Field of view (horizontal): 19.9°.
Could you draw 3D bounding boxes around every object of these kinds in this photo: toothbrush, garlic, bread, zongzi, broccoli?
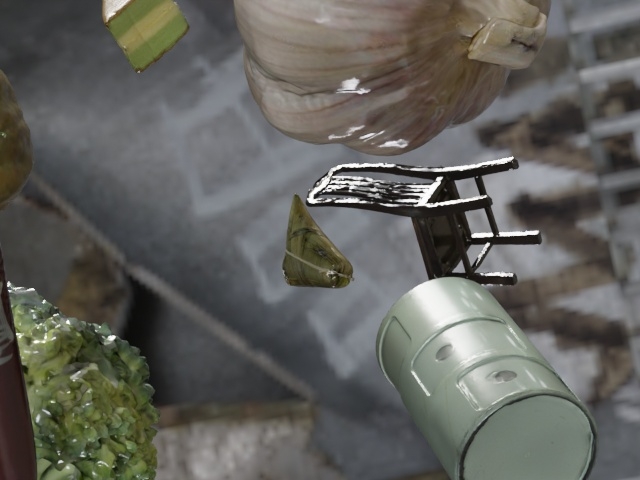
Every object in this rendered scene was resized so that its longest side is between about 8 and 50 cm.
[{"bbox_3d":[-0.208,0.122,1.197,0.041,0.041,0.364,-90,-3,-57],"label":"toothbrush"},{"bbox_3d":[0.061,-0.221,1.564,0.241,0.322,0.322,-147,42,-69],"label":"garlic"},{"bbox_3d":[-0.219,-0.237,2.017,0.139,0.084,0.074,10,138,57],"label":"bread"},{"bbox_3d":[0.000,0.000,1.598,0.040,0.076,0.083,7,-93,-39],"label":"zongzi"},{"bbox_3d":[-0.264,0.157,1.362,0.375,0.249,0.302,22,-156,-42],"label":"broccoli"}]

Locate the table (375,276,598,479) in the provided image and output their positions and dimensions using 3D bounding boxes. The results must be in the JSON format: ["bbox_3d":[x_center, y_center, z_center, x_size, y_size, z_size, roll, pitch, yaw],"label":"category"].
[{"bbox_3d":[0.140,0.134,1.579,0.220,0.126,0.126,-124,16,-61],"label":"table"}]

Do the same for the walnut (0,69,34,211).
[{"bbox_3d":[-0.433,-0.105,1.940,0.283,0.283,0.227,-91,24,-56],"label":"walnut"}]

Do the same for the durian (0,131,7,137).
[{"bbox_3d":[-0.353,-0.083,1.380,0.137,0.220,0.095,62,-156,-4],"label":"durian"}]

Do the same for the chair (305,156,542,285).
[{"bbox_3d":[0.094,-0.016,1.759,0.084,0.212,0.101,-51,-51,-46],"label":"chair"}]
